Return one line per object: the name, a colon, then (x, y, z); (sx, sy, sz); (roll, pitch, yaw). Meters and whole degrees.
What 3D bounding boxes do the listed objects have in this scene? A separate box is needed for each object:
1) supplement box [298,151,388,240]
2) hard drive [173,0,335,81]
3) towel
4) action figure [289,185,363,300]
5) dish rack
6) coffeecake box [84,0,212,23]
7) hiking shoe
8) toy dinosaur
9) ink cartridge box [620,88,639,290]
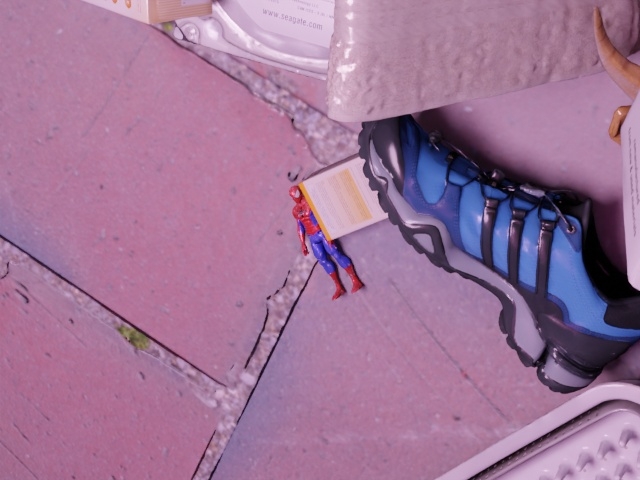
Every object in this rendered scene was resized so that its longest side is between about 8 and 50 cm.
supplement box: (0.038, -0.047, 1.201); (0.098, 0.036, 0.062); (-21, 100, 32)
hard drive: (0.002, -0.303, 1.094); (0.237, 0.064, 0.339); (19, 118, 18)
towel: (0.128, -0.198, 0.968); (0.049, 0.282, 0.187); (40, 137, 52)
action figure: (0.000, 0.000, 1.248); (0.038, 0.030, 0.115); (-21, 99, 37)
dish rack: (0.252, 0.286, 1.217); (0.333, 0.072, 0.285); (-38, 90, 34)
coffeecake box: (-0.171, -0.277, 1.143); (0.185, 0.068, 0.142); (26, 124, 47)
hiking shoe: (0.164, -0.017, 1.119); (0.304, 0.113, 0.132); (45, 118, -9)
toy dinosaur: (0.267, -0.109, 1.036); (0.211, 0.064, 0.112); (23, 127, -15)
ink cartridge box: (0.383, -0.124, 0.797); (0.285, 0.166, 0.395); (11, 139, -4)
